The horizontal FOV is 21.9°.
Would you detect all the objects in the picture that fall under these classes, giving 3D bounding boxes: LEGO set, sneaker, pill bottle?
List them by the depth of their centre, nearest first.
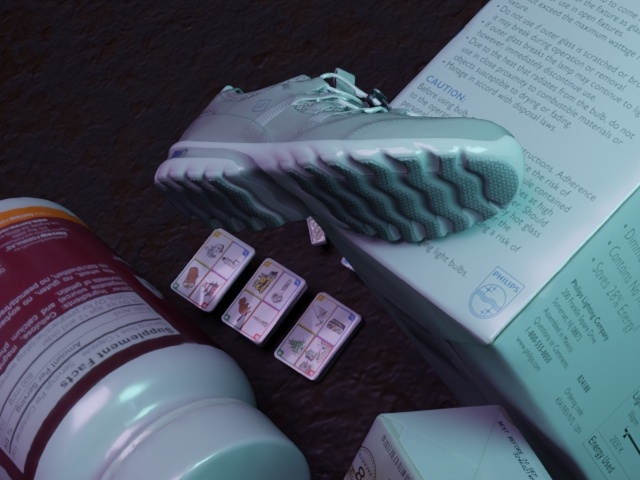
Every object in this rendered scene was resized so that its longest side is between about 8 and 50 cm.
[{"bbox_3d":[0.012,-0.074,1.123,0.281,0.105,0.115,4,61,34],"label":"sneaker"},{"bbox_3d":[-0.198,0.144,1.463,0.224,0.224,0.392,-46,51,-7],"label":"pill bottle"},{"bbox_3d":[0.000,0.000,1.590,0.182,0.060,0.244,31,77,25],"label":"LEGO set"}]

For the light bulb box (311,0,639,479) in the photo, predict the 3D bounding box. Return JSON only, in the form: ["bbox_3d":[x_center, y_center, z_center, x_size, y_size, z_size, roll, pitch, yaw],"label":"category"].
[{"bbox_3d":[0.239,-0.020,1.264,0.361,0.358,0.225,-46,49,-7],"label":"light bulb box"}]

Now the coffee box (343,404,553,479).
[{"bbox_3d":[0.067,0.284,1.203,0.168,0.119,0.297,57,135,40],"label":"coffee box"}]
